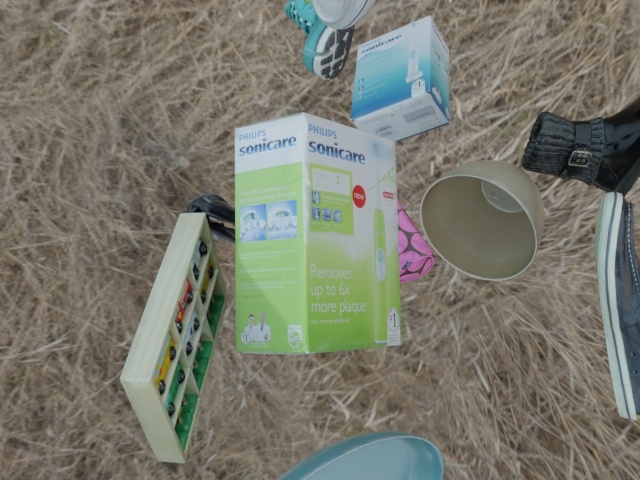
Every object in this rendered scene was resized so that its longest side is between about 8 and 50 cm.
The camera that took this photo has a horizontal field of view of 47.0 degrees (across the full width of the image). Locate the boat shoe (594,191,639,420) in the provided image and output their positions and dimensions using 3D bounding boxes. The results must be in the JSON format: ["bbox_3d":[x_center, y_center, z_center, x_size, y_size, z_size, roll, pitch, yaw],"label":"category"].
[{"bbox_3d":[0.649,0.134,1.492,0.155,0.187,0.501,-9,106,22],"label":"boat shoe"}]

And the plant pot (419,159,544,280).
[{"bbox_3d":[0.400,-0.077,1.714,0.284,0.284,0.191,36,50,10],"label":"plant pot"}]

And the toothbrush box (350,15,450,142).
[{"bbox_3d":[0.206,-0.402,1.871,0.216,0.126,0.296,-17,48,27],"label":"toothbrush box"}]

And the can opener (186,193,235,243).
[{"bbox_3d":[-0.127,-0.017,1.137,0.059,0.186,0.073,-55,42,4],"label":"can opener"}]

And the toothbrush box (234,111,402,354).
[{"bbox_3d":[0.000,0.000,0.952,0.122,0.206,0.283,-7,81,38],"label":"toothbrush box"}]

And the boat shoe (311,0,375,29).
[{"bbox_3d":[0.018,-0.312,0.754,0.096,0.267,0.088,40,63,9],"label":"boat shoe"}]

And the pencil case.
[{"bbox_3d":[0.126,-0.021,1.395,0.098,0.095,0.209,-32,63,6],"label":"pencil case"}]

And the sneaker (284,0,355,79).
[{"bbox_3d":[-0.001,-0.332,1.101,0.109,0.275,0.107,10,133,-1],"label":"sneaker"}]

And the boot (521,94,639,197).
[{"bbox_3d":[0.624,-0.257,1.653,0.260,0.131,0.348,23,132,6],"label":"boot"}]

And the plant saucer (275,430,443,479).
[{"bbox_3d":[0.009,0.339,0.869,0.318,0.317,0.044,-50,47,6],"label":"plant saucer"}]

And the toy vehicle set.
[{"bbox_3d":[-0.172,0.115,0.919,0.035,0.166,0.267,0,44,8],"label":"toy vehicle set"}]
